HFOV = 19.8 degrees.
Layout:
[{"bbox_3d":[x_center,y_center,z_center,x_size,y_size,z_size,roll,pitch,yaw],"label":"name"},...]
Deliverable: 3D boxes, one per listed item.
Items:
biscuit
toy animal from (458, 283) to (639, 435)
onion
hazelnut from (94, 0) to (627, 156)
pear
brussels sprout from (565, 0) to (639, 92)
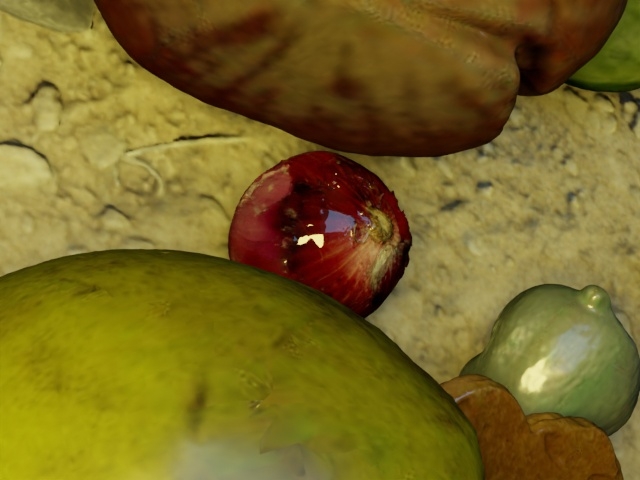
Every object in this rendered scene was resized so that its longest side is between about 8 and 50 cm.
[{"bbox_3d":[0.123,0.214,1.229,0.208,0.041,0.290,-37,120,-17],"label":"biscuit"},{"bbox_3d":[0.117,0.141,1.299,0.251,0.125,0.127,-44,121,-22],"label":"toy animal"},{"bbox_3d":[0.000,0.000,1.301,0.131,0.131,0.131,14,58,-24],"label":"onion"},{"bbox_3d":[0.019,-0.228,1.280,0.409,0.359,0.359,21,53,2],"label":"hazelnut"},{"bbox_3d":[-0.093,0.169,1.005,0.413,0.352,0.352,-1,62,-4],"label":"pear"},{"bbox_3d":[0.249,-0.238,1.531,0.271,0.210,0.219,-13,49,-48],"label":"brussels sprout"}]
